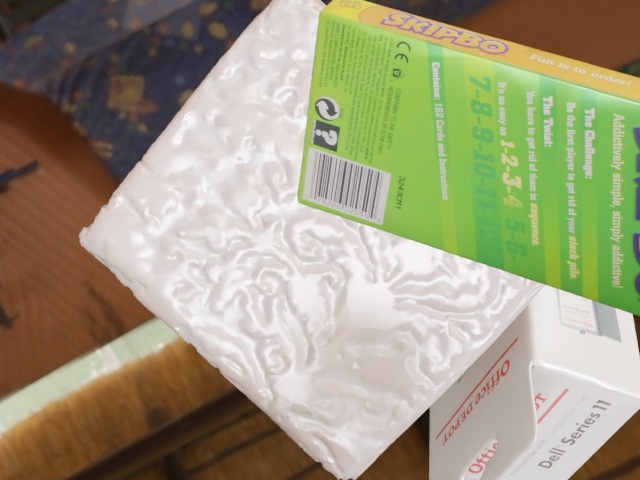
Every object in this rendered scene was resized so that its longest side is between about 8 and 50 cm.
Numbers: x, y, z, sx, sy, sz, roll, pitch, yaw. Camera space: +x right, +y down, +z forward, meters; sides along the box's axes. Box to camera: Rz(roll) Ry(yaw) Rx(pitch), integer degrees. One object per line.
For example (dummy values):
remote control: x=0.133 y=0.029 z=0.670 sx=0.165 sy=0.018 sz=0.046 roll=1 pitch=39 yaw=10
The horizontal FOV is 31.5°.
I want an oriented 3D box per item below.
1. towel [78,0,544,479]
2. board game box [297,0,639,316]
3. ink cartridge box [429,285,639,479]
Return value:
towel: x=0.000 y=0.000 z=0.973 sx=0.317 sy=0.332 sz=0.053 roll=-48 pitch=178 yaw=21
board game box: x=0.116 y=-0.037 z=0.601 sx=0.259 sy=0.124 sz=0.039 roll=20 pitch=-142 yaw=16
ink cartridge box: x=0.198 y=0.112 z=1.089 sx=0.354 sy=0.119 sz=0.207 roll=-83 pitch=-163 yaw=-45
